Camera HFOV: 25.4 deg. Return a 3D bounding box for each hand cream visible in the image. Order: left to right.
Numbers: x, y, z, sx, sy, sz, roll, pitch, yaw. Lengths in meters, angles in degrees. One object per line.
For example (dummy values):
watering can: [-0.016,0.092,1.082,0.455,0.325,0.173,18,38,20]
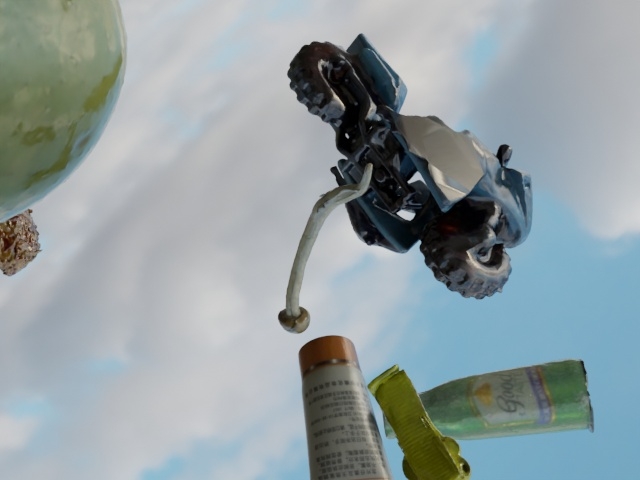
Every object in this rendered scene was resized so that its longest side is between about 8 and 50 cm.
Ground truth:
hand cream: [0.039,0.280,1.979,0.089,0.139,0.314,97,-12,-50]

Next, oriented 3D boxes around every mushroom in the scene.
mushroom: [0.002,-0.001,1.689,0.043,0.068,0.306,-29,152,-41]

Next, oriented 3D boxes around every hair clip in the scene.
hair clip: [0.108,0.223,1.566,0.072,0.046,0.173,-36,-122,5]

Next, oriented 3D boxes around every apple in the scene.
apple: [-0.432,-0.209,1.408,0.473,0.473,0.473,-38,-160,16]

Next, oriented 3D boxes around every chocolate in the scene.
chocolate: [0.231,0.232,1.992,0.291,0.110,0.110,-8,-157,0]

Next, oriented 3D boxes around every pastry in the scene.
pastry: [-0.403,-0.041,1.811,0.063,0.169,0.087,-19,-176,9]

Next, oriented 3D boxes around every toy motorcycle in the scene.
toy motorcycle: [0.133,-0.106,1.885,0.232,0.416,0.172,-25,160,-46]
